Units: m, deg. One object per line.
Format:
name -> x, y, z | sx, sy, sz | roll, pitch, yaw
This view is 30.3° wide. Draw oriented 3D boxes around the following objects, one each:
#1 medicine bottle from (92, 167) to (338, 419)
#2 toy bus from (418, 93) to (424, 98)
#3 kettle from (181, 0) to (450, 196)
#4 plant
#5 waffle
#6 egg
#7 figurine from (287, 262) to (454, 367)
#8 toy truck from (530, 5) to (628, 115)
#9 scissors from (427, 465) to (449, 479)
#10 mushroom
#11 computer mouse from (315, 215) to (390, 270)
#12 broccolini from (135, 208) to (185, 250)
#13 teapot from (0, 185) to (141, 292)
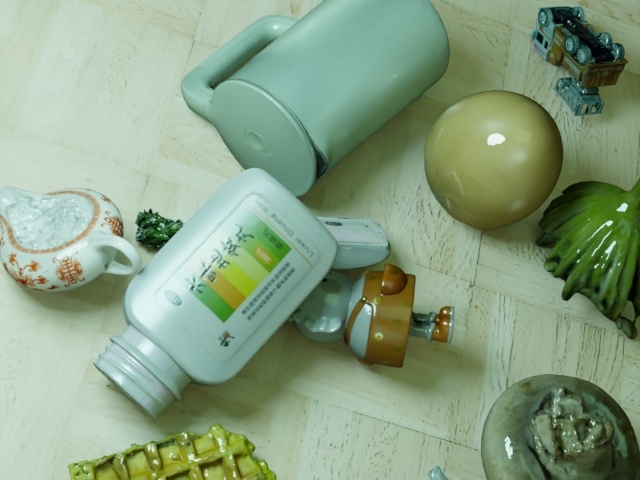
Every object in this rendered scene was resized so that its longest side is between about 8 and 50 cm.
medicine bottle -> -0.139, 0.074, 1.501 | 0.179, 0.124, 0.324 | 44, 78, -4
toy bus -> 0.165, -0.266, 1.875 | 0.037, 0.031, 0.083 | 39, 59, -6
kettle -> -0.006, -0.247, 1.709 | 0.265, 0.205, 0.318 | 45, 62, 3
plant -> 0.470, -0.041, 1.709 | 0.180, 0.333, 0.251 | 5, 49, -33
waffle -> -0.193, 0.356, 1.423 | 0.312, 0.060, 0.307 | 19, 59, -12
egg -> 0.255, -0.122, 1.721 | 0.201, 0.244, 0.201 | 4, 78, -17
figurine -> 0.045, 0.103, 1.603 | 0.271, 0.143, 0.143 | -6, 64, 9
toy truck -> 0.415, -0.302, 1.938 | 0.080, 0.115, 0.177 | -8, 45, -22
scissors -> 0.209, 0.387, 1.564 | 0.101, 0.027, 0.204 | -34, 81, -33
mushroom -> 0.327, 0.282, 1.572 | 0.226, 0.178, 0.226 | 14, 53, -19
computer mouse -> 0.000, 0.002, 1.653 | 0.199, 0.045, 0.102 | 1, 32, -19
broccolini -> -0.140, 0.010, 1.623 | 0.239, 0.054, 0.051 | 16, 96, -14
teapot -> -0.320, 0.001, 1.505 | 0.245, 0.116, 0.159 | 8, 35, 29
